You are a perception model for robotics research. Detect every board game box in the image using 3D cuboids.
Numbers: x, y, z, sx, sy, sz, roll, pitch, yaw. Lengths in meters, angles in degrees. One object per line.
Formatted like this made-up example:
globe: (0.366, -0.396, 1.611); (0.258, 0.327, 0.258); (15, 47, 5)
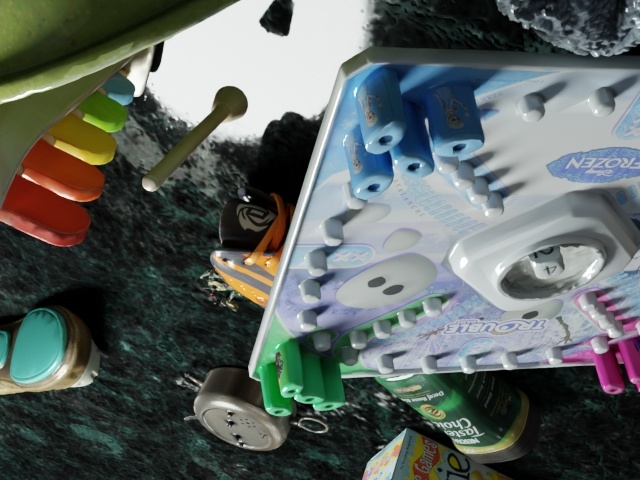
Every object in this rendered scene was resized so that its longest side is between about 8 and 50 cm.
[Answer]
board game box: (0.187, 0.378, 1.190); (0.275, 0.142, 0.144); (26, 144, -4)
board game box: (0.167, 0.022, 0.680); (0.390, 0.050, 0.390); (-1, 147, -14)

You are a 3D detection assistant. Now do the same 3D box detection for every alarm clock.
alarm clock: (-0.082, 0.226, 1.218); (0.192, 0.064, 0.129); (7, 141, 17)

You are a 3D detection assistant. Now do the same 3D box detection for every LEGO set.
LEGO set: (-0.110, 0.050, 1.044); (0.054, 0.023, 0.083); (26, 157, 0)

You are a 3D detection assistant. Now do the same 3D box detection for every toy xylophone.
toy xylophone: (-0.195, -0.096, 0.680); (0.236, 0.322, 0.081); (30, 120, 4)

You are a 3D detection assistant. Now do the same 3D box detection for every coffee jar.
coffee jar: (0.148, 0.163, 0.992); (0.184, 0.079, 0.096); (42, 140, -24)

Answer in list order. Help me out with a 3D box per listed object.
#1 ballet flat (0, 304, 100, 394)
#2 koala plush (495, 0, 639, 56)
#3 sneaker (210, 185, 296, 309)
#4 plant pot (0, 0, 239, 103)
ballet flat: (-0.379, 0.163, 1.271); (0.124, 0.116, 0.342); (25, 150, -39)
koala plush: (0.196, -0.191, 0.441); (0.221, 0.196, 0.203); (-4, 148, 31)
sneaker: (0.000, 0.000, 0.828); (0.180, 0.124, 0.321); (26, 144, -5)
plant pot: (-0.146, -0.251, 0.504); (0.276, 0.276, 0.254); (-7, 123, 35)
